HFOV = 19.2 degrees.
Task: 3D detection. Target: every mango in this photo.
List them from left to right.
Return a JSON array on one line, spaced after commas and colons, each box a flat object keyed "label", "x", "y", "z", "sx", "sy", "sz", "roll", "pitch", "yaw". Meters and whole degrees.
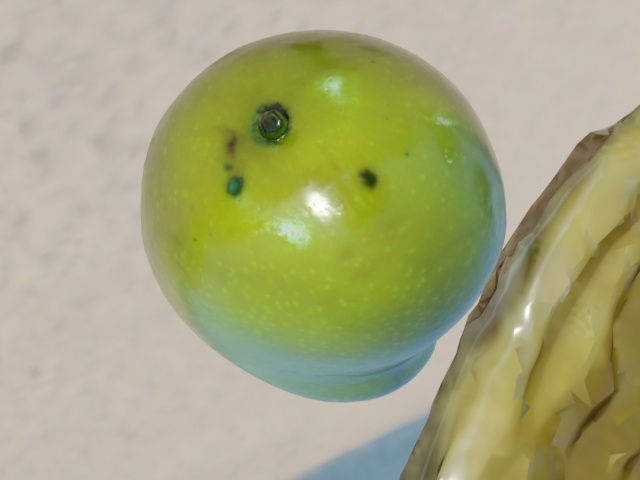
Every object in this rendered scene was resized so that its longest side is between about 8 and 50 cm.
[{"label": "mango", "x": 0.000, "y": 0.000, "z": 0.920, "sx": 0.175, "sy": 0.143, "sz": 0.293, "roll": 13, "pitch": 158, "yaw": 6}]

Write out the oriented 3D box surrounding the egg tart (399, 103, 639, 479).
[{"label": "egg tart", "x": 0.213, "y": 0.111, "z": 0.390, "sx": 0.443, "sy": 0.443, "sz": 0.178, "roll": -26, "pitch": 170, "yaw": 7}]
